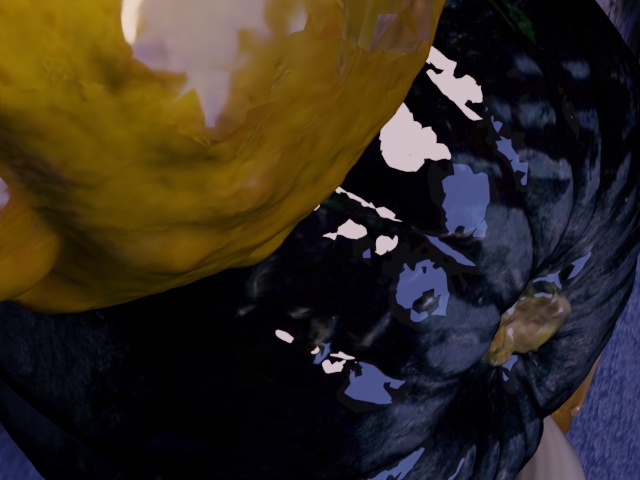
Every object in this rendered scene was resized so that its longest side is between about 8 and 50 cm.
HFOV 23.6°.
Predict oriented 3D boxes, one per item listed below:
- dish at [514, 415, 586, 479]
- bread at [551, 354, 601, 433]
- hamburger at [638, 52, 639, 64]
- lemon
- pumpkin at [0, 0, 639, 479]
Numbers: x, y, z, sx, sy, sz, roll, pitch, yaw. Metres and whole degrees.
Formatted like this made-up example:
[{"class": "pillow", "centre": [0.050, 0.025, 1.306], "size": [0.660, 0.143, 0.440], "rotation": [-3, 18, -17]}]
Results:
[{"class": "dish", "centre": [0.020, 0.155, 0.957], "size": [0.273, 0.273, 0.133], "rotation": [-53, 135, -28]}, {"class": "bread", "centre": [0.183, 0.054, 1.323], "size": [0.173, 0.121, 0.311], "rotation": [7, 105, -60]}, {"class": "hamburger", "centre": [0.371, -0.140, 1.553], "size": [0.173, 0.116, 0.210], "rotation": [-48, 144, -46]}, {"class": "lemon", "centre": [-0.081, -0.135, 0.491], "size": [0.285, 0.285, 0.316], "rotation": [63, 11, -58]}, {"class": "pumpkin", "centre": [0.000, 0.000, 0.759], "size": [0.363, 0.266, 0.363], "rotation": [-42, 149, -34]}]
